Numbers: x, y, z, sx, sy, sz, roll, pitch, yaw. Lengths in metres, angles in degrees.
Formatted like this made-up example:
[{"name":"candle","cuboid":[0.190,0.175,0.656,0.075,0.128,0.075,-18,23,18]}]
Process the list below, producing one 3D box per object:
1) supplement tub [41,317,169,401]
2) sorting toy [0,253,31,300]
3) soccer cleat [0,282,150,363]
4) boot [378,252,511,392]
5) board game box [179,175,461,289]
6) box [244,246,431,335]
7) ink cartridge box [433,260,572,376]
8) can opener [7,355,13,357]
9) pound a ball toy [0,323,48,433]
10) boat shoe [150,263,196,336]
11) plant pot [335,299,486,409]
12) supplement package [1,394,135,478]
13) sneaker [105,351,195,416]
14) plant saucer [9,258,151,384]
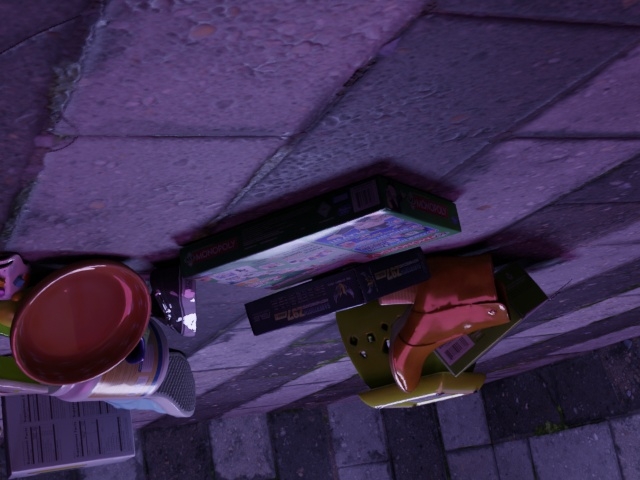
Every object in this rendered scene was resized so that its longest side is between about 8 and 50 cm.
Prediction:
[{"name":"supplement tub","cuboid":[-0.361,0.188,1.584,0.144,0.144,0.200,-20,162,34]},{"name":"sorting toy","cuboid":[-0.406,0.041,1.227,0.083,0.045,0.075,-5,146,-18]},{"name":"soccer cleat","cuboid":[-0.345,0.125,1.404,0.093,0.121,0.289,-17,164,26]},{"name":"boot","cuboid":[0.219,0.149,1.669,0.211,0.104,0.295,-4,128,13]},{"name":"board game box","cuboid":[0.000,0.000,1.307,0.317,0.046,0.213,-19,164,29]},{"name":"box","cuboid":[0.026,0.078,1.503,0.233,0.059,0.183,-21,176,38]},{"name":"ink cartridge box","cuboid":[0.331,0.126,1.808,0.189,0.097,0.255,-48,166,34]},{"name":"can opener","cuboid":[-0.569,0.236,1.839,0.186,0.073,0.059,-15,126,6]},{"name":"pound a ball toy","cuboid":[-0.503,0.180,1.337,0.136,0.208,0.319,-4,168,13]},{"name":"boat shoe","cuboid":[-0.223,0.091,1.450,0.076,0.080,0.228,-1,163,-8]},{"name":"plant pot","cuboid":[0.193,0.220,1.952,0.228,0.207,0.227,-20,162,31]},{"name":"supplement package","cuboid":[-0.572,0.414,2.194,0.263,0.198,0.199,-4,165,-21]},{"name":"sneaker","cuboid":[-0.379,0.295,2.048,0.150,0.135,0.366,-6,158,15]},{"name":"plant saucer","cuboid":[-0.327,0.106,1.326,0.200,0.037,0.200,-22,132,-27]}]
